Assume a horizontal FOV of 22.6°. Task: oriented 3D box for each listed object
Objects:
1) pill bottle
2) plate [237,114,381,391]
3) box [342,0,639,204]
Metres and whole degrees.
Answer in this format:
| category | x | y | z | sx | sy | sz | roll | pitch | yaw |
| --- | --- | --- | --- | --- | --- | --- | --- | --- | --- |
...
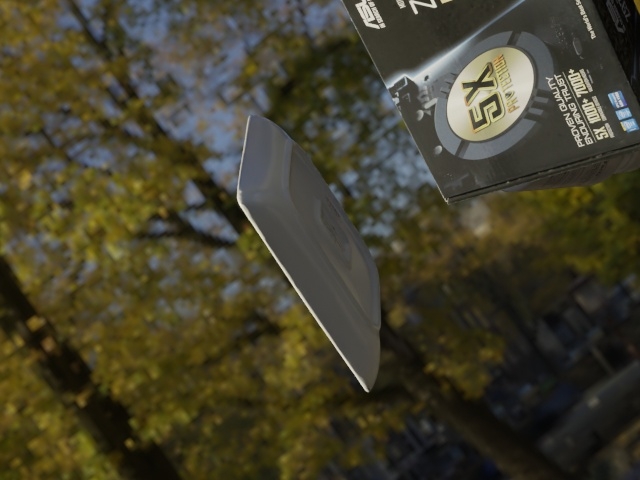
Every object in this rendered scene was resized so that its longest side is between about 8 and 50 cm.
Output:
| category | x | y | z | sx | sy | sz | roll | pitch | yaw |
| --- | --- | --- | --- | --- | --- | --- | --- | --- | --- |
| pill bottle | 0.312 | -0.132 | 2.029 | 0.229 | 0.131 | 0.131 | -6 | -27 | -39 |
| plate | 0.000 | 0.000 | 1.853 | 0.045 | 0.277 | 0.278 | -30 | 20 | 13 |
| box | 0.113 | -0.131 | 0.992 | 0.147 | 0.180 | 0.077 | -15 | 27 | 29 |
